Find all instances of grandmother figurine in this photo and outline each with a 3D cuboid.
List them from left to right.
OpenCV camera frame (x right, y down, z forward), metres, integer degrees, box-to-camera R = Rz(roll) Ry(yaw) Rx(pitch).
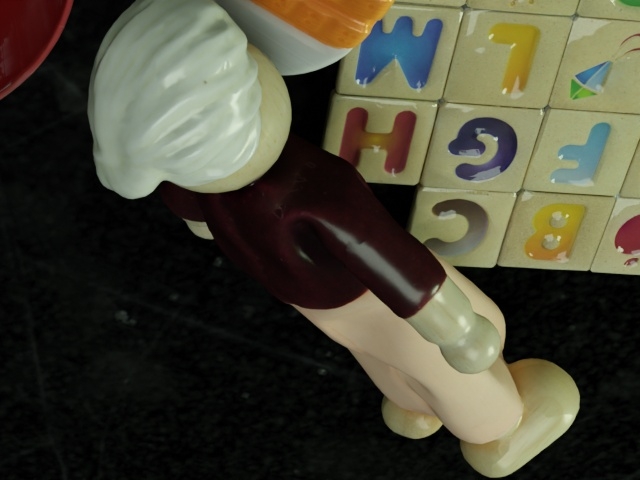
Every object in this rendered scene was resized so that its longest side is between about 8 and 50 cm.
[{"bbox_3d":[0.000,0.000,0.707,0.208,0.104,0.342,11,156,37],"label":"grandmother figurine"}]

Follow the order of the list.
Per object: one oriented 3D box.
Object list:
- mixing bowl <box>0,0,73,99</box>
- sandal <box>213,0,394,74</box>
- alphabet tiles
[{"bbox_3d":[-0.189,-0.145,0.595,0.181,0.098,0.181,-3,132,-3],"label":"mixing bowl"},{"bbox_3d":[0.024,-0.168,0.606,0.102,0.076,0.265,40,134,-10],"label":"sandal"},{"bbox_3d":[0.155,-0.112,0.727,0.285,0.011,0.342,3,131,-10],"label":"alphabet tiles"}]
